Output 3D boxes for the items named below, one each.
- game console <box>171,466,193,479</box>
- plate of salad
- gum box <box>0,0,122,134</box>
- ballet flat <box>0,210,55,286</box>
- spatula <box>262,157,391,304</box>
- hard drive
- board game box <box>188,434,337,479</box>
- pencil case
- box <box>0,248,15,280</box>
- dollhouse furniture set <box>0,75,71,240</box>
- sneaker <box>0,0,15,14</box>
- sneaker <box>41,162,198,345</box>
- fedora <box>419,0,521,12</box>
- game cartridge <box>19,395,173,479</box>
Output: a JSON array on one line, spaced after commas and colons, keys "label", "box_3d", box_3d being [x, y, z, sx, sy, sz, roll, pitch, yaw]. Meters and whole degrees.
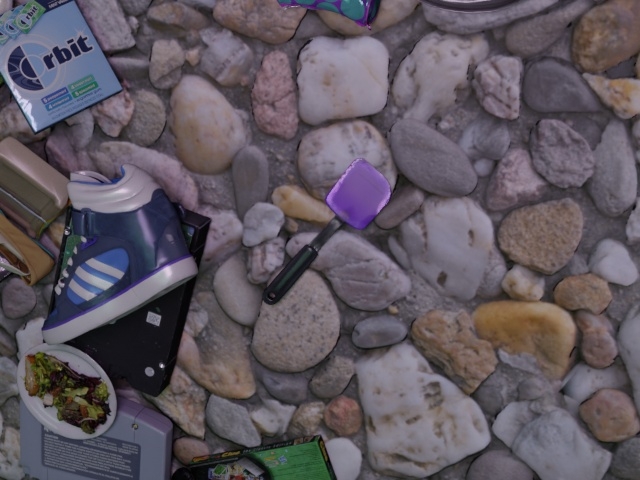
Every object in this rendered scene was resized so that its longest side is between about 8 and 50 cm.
[{"label": "game console", "box_3d": [-0.221, 0.640, 1.580, 0.060, 0.386, 0.342, 4, 114, -22]}, {"label": "plate of salad", "box_3d": [-0.455, 0.273, 1.624, 0.200, 0.048, 0.199, 6, 113, 15]}, {"label": "gum box", "box_3d": [-0.428, -0.286, 1.454, 0.157, 0.041, 0.184, -30, 99, -16]}, {"label": "ballet flat", "box_3d": [-0.554, -0.010, 1.563, 0.232, 0.073, 0.080, 45, 146, -24]}, {"label": "spatula", "box_3d": [0.000, 0.000, 1.481, 0.084, 0.030, 0.296, 40, 113, -2]}, {"label": "hard drive", "box_3d": [-0.339, 0.079, 1.583, 0.237, 0.064, 0.339, 19, 112, 8]}, {"label": "board game box", "box_3d": [-0.099, 0.434, 1.652, 0.260, 0.030, 0.136, -14, 101, 19]}, {"label": "pencil case", "box_3d": [0.010, -0.359, 1.343, 0.152, 0.064, 0.070, 15, 95, 11]}, {"label": "box", "box_3d": [-0.681, 0.048, 1.604, 0.231, 0.056, 0.183, -39, 96, -14]}, {"label": "dollhouse furniture set", "box_3d": [-0.531, -0.168, 1.539, 0.301, 0.151, 0.197, 40, 147, -16]}, {"label": "sneaker", "box_3d": [-0.639, -0.386, 1.485, 0.292, 0.118, 0.110, 5, 107, 12]}, {"label": "sneaker", "box_3d": [-0.362, 0.010, 1.476, 0.323, 0.130, 0.236, -27, 89, 26]}, {"label": "fedora", "box_3d": [0.199, -0.428, 1.236, 0.275, 0.124, 0.243, 13, 110, 11]}, {"label": "game cartridge", "box_3d": [-0.417, 0.378, 1.708, 0.297, 0.062, 0.198, 11, 106, 12]}]
